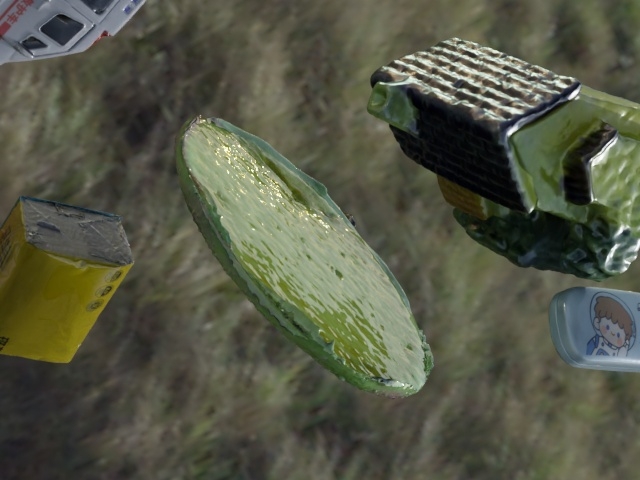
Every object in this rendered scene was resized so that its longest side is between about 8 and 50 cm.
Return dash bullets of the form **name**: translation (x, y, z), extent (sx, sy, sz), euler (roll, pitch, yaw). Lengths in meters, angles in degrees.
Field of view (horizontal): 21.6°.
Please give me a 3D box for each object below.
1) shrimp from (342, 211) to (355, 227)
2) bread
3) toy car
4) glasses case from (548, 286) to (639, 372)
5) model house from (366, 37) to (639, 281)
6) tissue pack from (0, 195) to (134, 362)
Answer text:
- **shrimp**: translation (0.001, -0.002, 1.978), extent (0.143, 0.251, 0.052), euler (24, 82, -21)
- **bread**: translation (-0.015, 0.019, 1.388), extent (0.301, 0.045, 0.301), euler (42, 17, -16)
- **toy car**: translation (-0.169, -0.175, 1.088), extent (0.108, 0.210, 0.089), euler (40, 4, -31)
- **glasses case**: translation (0.264, 0.080, 1.480), extent (0.178, 0.045, 0.067), euler (8, 70, -43)
- **model house**: translation (0.153, -0.070, 1.413), extent (0.211, 0.170, 0.194), euler (15, 11, -37)
- **tissue pack**: translation (-0.275, 0.043, 1.672), extent (0.120, 0.169, 0.082), euler (12, 44, -30)
